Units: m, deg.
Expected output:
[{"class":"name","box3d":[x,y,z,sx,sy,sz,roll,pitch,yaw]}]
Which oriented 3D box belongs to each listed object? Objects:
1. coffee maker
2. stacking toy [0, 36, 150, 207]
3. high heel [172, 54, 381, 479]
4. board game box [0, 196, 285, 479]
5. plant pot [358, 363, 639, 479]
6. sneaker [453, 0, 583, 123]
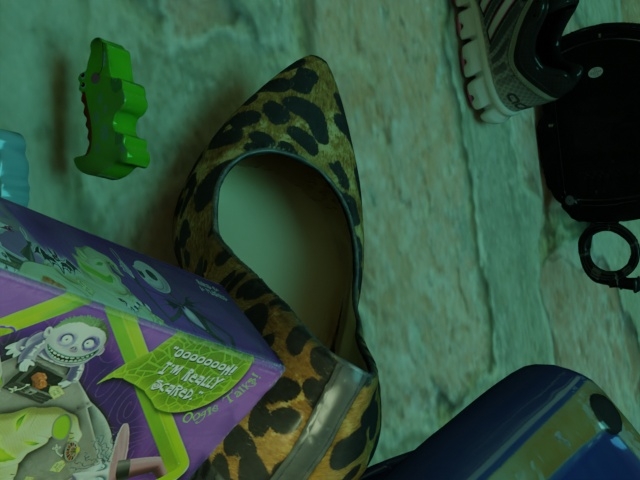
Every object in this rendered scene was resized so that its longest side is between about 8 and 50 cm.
[{"class":"coffee maker","box3d":[0.229,-0.066,1.197,0.178,0.120,0.171,-7,115,-57]},{"class":"stacking toy","box3d":[-0.131,0.017,0.645,0.167,0.052,0.221,14,72,-59]},{"class":"high heel","box3d":[0.000,0.000,0.718,0.093,0.186,0.261,23,60,-16]},{"class":"board game box","box3d":[-0.178,0.059,0.433,0.347,0.208,0.056,26,23,-54]},{"class":"plant pot","box3d":[0.060,0.198,0.689,0.236,0.212,0.236,52,31,7]},{"class":"sneaker","box3d":[0.121,-0.158,1.050,0.063,0.075,0.170,-23,105,-57]}]
